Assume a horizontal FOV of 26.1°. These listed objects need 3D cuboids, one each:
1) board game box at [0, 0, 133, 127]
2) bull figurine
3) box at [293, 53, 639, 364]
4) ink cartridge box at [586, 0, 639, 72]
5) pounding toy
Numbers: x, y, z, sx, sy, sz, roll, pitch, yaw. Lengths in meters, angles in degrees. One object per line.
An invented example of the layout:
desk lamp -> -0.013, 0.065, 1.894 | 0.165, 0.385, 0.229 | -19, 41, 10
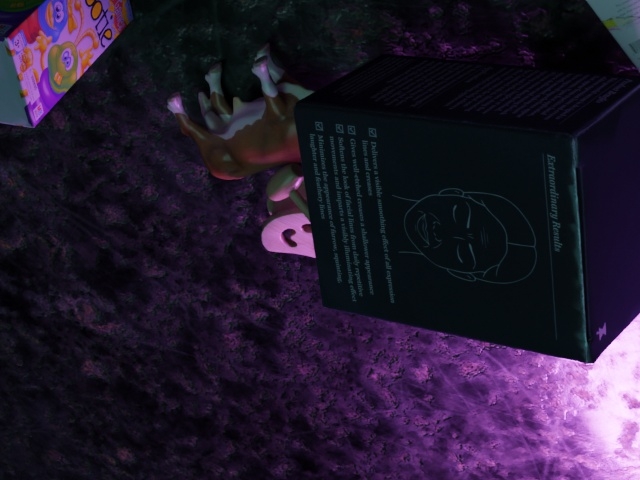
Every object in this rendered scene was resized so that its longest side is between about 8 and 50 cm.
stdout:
board game box -> -0.390, -0.295, 1.866 | 0.142, 0.275, 0.144 | 10, 134, 21
bull figurine -> -0.067, -0.172, 1.933 | 0.310, 0.101, 0.188 | -18, 115, 37
box -> 0.196, -0.052, 1.723 | 0.395, 0.212, 0.294 | 11, 121, 35
ink cartridge box -> 0.376, -0.293, 1.590 | 0.115, 0.067, 0.198 | -23, 117, 41
pounding toy -> 0.000, 0.000, 1.971 | 0.269, 0.155, 0.154 | 36, 134, -30
